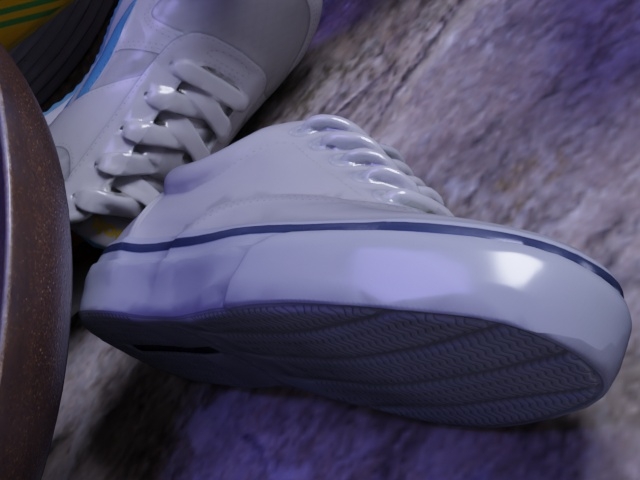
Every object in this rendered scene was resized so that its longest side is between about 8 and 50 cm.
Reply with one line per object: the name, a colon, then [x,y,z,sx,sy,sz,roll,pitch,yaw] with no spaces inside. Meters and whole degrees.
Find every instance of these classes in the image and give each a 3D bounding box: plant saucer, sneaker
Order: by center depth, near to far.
sneaker: [0.000,0.000,0.452,0.258,0.094,0.091,1,63,53]
plant saucer: [-0.186,0.045,0.597,0.310,0.050,0.311,-19,66,51]
sneaker: [-0.078,-0.043,0.615,0.228,0.087,0.092,-44,40,23]

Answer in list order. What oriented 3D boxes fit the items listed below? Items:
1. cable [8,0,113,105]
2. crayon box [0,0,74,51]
cable: [-0.241,-0.178,0.891,0.257,0.089,0.257,-6,59,35]
crayon box: [-0.202,-0.191,0.749,0.318,0.081,0.202,-36,48,8]
